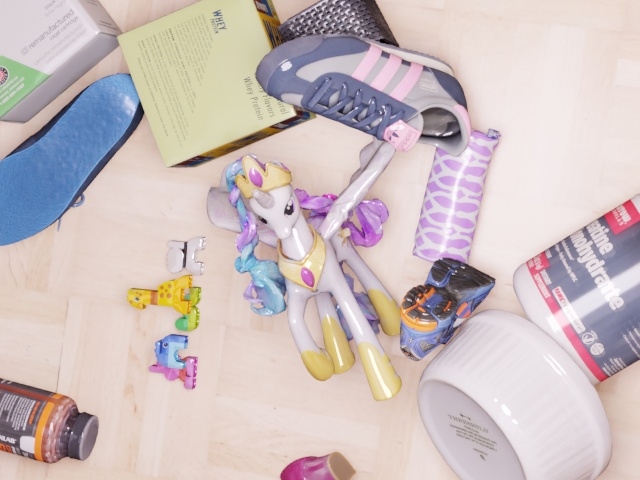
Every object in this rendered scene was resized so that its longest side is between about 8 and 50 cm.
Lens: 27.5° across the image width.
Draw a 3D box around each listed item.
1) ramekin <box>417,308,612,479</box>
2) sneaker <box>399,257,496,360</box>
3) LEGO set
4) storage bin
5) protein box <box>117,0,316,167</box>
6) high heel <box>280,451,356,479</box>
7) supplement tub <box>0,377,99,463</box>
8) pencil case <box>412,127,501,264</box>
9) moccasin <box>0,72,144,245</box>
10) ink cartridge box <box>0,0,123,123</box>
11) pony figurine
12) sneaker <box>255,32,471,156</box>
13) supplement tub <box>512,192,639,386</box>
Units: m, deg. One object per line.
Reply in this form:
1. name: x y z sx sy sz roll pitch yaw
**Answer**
1. ramekin: 0.244 0.236 1.729 0.127 0.273 0.273 -34 87 -24
2. sneaker: 0.159 0.088 1.731 0.083 0.221 0.087 30 122 23
3. LEGO set: -0.231 0.105 1.917 0.093 0.087 0.227 6 94 11
4. storage bin: 0.027 -0.278 1.789 0.122 0.180 0.084 -28 89 12
5. protein box: -0.143 -0.229 1.849 0.201 0.136 0.199 -21 89 13
6. high heel: 0.038 0.418 1.906 0.117 0.082 0.244 -26 105 43
7. supplement tub: -0.436 0.272 1.960 0.198 0.106 0.106 13 97 10
8. pencil case: 0.190 -0.062 1.826 0.086 0.088 0.206 23 100 46
9. moccasin: -0.370 -0.110 1.916 0.342 0.117 0.137 -36 95 15
10. ink cartridge box: -0.462 -0.347 1.911 0.211 0.121 0.289 -38 86 11
11. pony figurine: 0.000 0.000 1.764 0.303 0.351 0.363 -21 109 16
12. sneaker: 0.070 -0.180 1.683 0.112 0.319 0.131 -51 48 42
13. supplement tub: 0.411 0.054 1.731 0.272 0.191 0.191 -33 87 12
